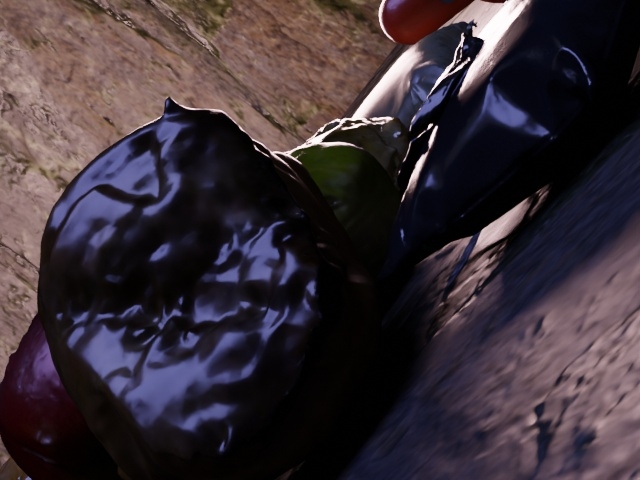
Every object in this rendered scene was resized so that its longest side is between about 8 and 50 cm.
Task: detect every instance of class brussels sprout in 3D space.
[{"bbox_3d":[0.004,0.000,1.378,0.155,0.118,0.155,20,-90,-86],"label":"brussels sprout"}]

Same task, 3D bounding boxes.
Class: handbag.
[{"bbox_3d":[0.124,-0.096,1.152,0.211,0.089,0.254,-45,12,39],"label":"handbag"}]

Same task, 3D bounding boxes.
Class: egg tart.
[{"bbox_3d":[-0.019,-0.024,1.678,0.252,0.098,0.232,-13,46,61],"label":"egg tart"}]

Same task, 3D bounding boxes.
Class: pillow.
[{"bbox_3d":[0.049,-0.080,1.817,0.302,0.075,0.185,-50,9,24],"label":"pillow"}]

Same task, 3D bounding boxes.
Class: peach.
[{"bbox_3d":[-0.145,0.111,1.449,0.196,0.190,0.226,-28,26,11],"label":"peach"}]

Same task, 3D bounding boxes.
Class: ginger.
[{"bbox_3d":[-0.063,0.057,1.190,0.200,0.269,0.223,-38,-32,5],"label":"ginger"}]

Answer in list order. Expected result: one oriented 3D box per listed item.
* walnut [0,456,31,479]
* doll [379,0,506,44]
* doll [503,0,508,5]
[{"bbox_3d":[-0.210,0.232,1.557,0.144,0.144,0.180,-53,9,-11],"label":"walnut"},{"bbox_3d":[0.179,-0.302,1.891,0.290,0.130,0.161,-35,16,17],"label":"doll"},{"bbox_3d":[0.209,-0.221,1.378,0.214,0.071,0.103,-48,8,-27],"label":"doll"}]
